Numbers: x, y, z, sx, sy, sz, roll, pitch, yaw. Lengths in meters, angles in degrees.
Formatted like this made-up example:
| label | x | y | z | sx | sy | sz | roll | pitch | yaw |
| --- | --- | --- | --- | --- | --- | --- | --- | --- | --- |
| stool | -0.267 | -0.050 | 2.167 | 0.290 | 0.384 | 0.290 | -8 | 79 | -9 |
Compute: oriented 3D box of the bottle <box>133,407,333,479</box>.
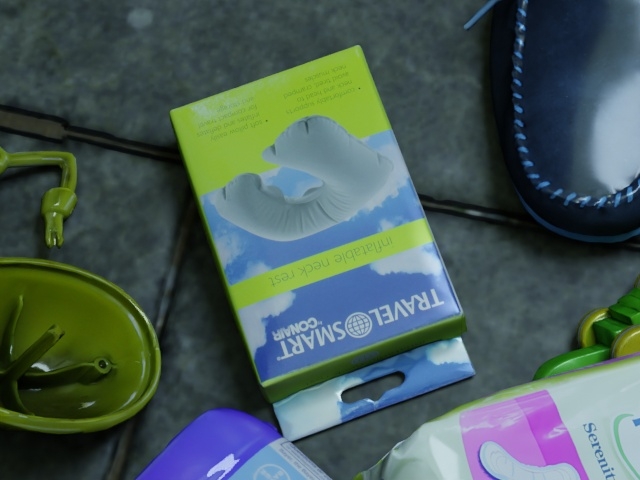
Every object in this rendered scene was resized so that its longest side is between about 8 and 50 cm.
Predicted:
| label | x | y | z | sx | sy | sz | roll | pitch | yaw |
| --- | --- | --- | --- | --- | --- | --- | --- | --- | --- |
| bottle | 0.023 | 0.202 | 0.741 | 0.283 | 0.092 | 0.118 | 41 | 79 | 16 |

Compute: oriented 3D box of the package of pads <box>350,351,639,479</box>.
| label | x | y | z | sx | sy | sz | roll | pitch | yaw |
| --- | --- | --- | --- | --- | --- | --- | --- | --- | --- |
| package of pads | 0.173 | 0.154 | 0.694 | 0.297 | 0.101 | 0.229 | -11 | 69 | -25 |

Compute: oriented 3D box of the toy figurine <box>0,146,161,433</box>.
| label | x | y | z | sx | sy | sz | roll | pitch | yaw |
| --- | --- | --- | --- | --- | --- | --- | --- | --- | --- |
| toy figurine | -0.288 | 0.070 | 0.799 | 0.363 | 0.217 | 0.191 | 4 | 46 | -39 |

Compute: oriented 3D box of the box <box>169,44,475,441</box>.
| label | x | y | z | sx | sy | sz | roll | pitch | yaw |
| --- | --- | --- | --- | --- | --- | --- | --- | --- | --- |
| box | 0.000 | 0.000 | 0.838 | 0.109 | 0.042 | 0.178 | -20 | 70 | -1 |

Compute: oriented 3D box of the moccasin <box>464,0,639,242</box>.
| label | x | y | z | sx | sy | sz | roll | pitch | yaw |
| --- | --- | --- | --- | --- | --- | --- | --- | --- | --- |
| moccasin | 0.149 | -0.173 | 0.843 | 0.138 | 0.117 | 0.342 | 6 | 72 | 7 |

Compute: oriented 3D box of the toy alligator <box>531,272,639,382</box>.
| label | x | y | z | sx | sy | sz | roll | pitch | yaw |
| --- | --- | --- | --- | --- | --- | --- | --- | --- | --- |
| toy alligator | 0.188 | 0.033 | 0.806 | 0.190 | 0.056 | 0.051 | -36 | 104 | -7 |
